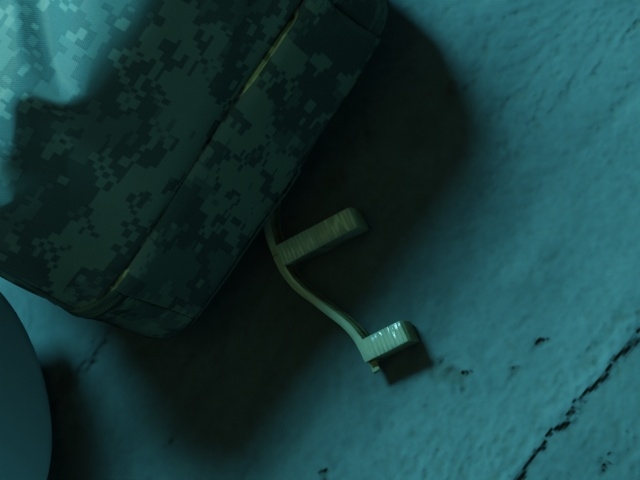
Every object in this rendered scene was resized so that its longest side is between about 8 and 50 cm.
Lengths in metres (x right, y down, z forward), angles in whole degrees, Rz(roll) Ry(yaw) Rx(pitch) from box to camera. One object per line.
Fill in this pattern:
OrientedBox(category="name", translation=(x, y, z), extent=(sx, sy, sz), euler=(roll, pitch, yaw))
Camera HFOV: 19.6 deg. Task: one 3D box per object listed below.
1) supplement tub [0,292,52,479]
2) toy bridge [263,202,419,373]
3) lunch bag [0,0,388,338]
OrientedBox(category="supplement tub", translation=(-0.336, 0.132, 1.217), extent=(0.272, 0.191, 0.191), euler=(-16, 79, 17))
OrientedBox(category="toy bridge", translation=(0.000, 0.000, 1.202), extent=(0.063, 0.026, 0.188), euler=(-27, 76, 17))
OrientedBox(category="lunch bag", translation=(-0.140, -0.119, 1.129), extent=(0.212, 0.256, 0.305), euler=(40, 99, 31))
